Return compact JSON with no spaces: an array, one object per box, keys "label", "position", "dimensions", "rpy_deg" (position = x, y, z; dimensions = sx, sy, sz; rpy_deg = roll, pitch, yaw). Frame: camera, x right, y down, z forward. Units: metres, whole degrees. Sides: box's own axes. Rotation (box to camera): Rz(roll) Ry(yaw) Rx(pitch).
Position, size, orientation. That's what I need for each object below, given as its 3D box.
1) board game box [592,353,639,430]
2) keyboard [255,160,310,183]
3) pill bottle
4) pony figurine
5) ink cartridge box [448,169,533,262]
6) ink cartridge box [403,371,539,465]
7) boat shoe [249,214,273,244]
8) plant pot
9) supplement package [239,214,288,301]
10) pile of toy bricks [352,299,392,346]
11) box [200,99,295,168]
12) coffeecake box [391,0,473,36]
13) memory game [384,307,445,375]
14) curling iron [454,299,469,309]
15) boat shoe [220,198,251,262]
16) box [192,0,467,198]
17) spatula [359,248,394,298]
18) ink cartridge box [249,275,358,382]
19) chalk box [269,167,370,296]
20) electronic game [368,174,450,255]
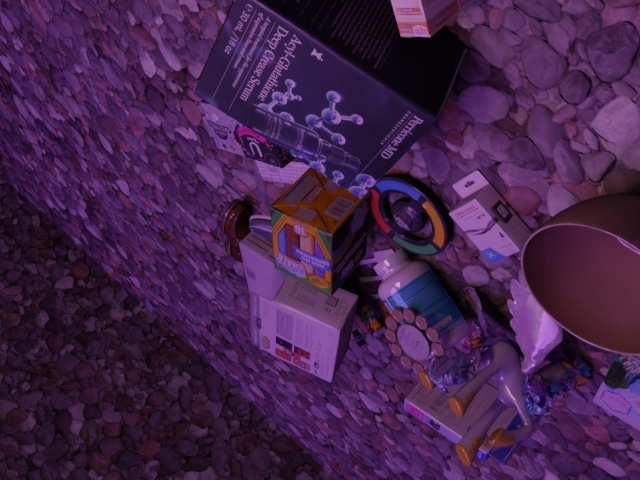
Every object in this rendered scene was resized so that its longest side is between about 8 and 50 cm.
[{"label":"board game box","position":[0.737,0.316,1.512],"dimensions":[0.318,0.066,0.318],"rpy_deg":[32,149,25]},{"label":"keyboard","position":[-0.088,-0.185,2.045],"dimensions":[0.256,0.014,0.072],"rpy_deg":[11,136,47]},{"label":"pill bottle","position":[0.240,0.151,1.867],"dimensions":[0.264,0.146,0.146],"rpy_deg":[57,152,6]},{"label":"pony figurine","position":[0.408,0.269,1.677],"dimensions":[0.351,0.363,0.303],"rpy_deg":[63,159,2]},{"label":"ink cartridge box","position":[0.343,-0.048,1.586],"dimensions":[0.180,0.060,0.104],"rpy_deg":[48,152,-3]},{"label":"ink cartridge box","position":[0.399,0.458,2.024],"dimensions":[0.311,0.186,0.065],"rpy_deg":[29,144,29]},{"label":"boat shoe","position":[-0.065,0.030,2.080],"dimensions":[0.319,0.099,0.116],"rpy_deg":[26,163,3]},{"label":"plant pot","position":[0.519,0.028,1.309],"dimensions":[0.284,0.191,0.284],"rpy_deg":[33,149,23]},{"label":"supplement package","position":[-0.111,0.091,2.288],"dimensions":[0.204,0.145,0.262],"rpy_deg":[30,147,26]},{"label":"pile of toy bricks","position":[0.141,0.225,2.162],"dimensions":[0.105,0.118,0.212],"rpy_deg":[59,163,9]},{"label":"box","position":[-0.140,-0.291,1.821],"dimensions":[0.247,0.163,0.142],"rpy_deg":[20,141,40]},{"label":"coffeecake box","position":[0.171,-0.446,1.224],"dimensions":[0.068,0.142,0.186],"rpy_deg":[17,140,44]},{"label":"memory game","position":[0.224,0.243,1.811],"dimensions":[0.186,0.012,0.186],"rpy_deg":[29,134,36]},{"label":"curling iron","position":[0.311,0.202,1.983],"dimensions":[0.068,0.035,0.274],"rpy_deg":[27,148,-9]},{"label":"boat shoe","position":[-0.236,-0.023,2.370],"dimensions":[0.104,0.111,0.307],"rpy_deg":[34,159,14]},{"label":"box","position":[0.011,-0.315,1.403],"dimensions":[0.395,0.212,0.293],"rpy_deg":[31,145,-8]},{"label":"spatula","position":[0.167,0.105,2.065],"dimensions":[0.168,0.019,0.242],"rpy_deg":[53,151,-13]},{"label":"ink cartridge box","position":[-0.053,0.229,2.136],"dimensions":[0.271,0.130,0.310],"rpy_deg":[23,145,11]},{"label":"chalk box","position":[0.000,0.000,1.883],"dimensions":[0.179,0.180,0.289],"rpy_deg":[26,142,21]},{"label":"electronic game","position":[0.205,-0.057,1.776],"dimensions":[0.229,0.048,0.229],"rpy_deg":[33,149,23]}]
